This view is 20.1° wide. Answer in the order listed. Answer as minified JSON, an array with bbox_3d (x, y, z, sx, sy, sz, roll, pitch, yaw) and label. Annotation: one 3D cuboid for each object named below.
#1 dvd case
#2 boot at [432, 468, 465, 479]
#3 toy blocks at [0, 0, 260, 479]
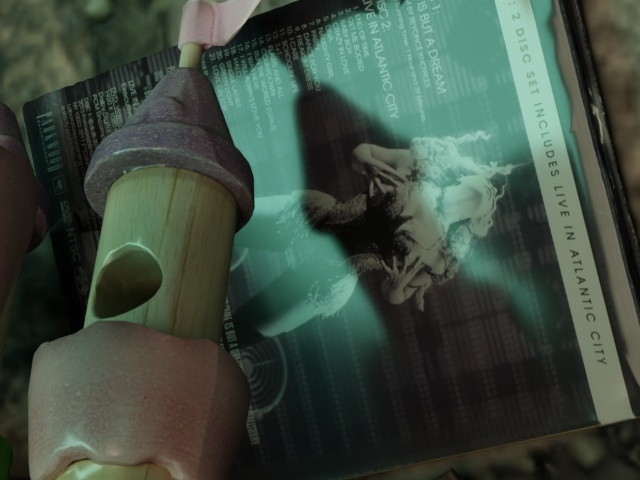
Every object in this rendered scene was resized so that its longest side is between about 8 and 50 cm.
[{"bbox_3d":[0.000,0.000,0.623,0.221,0.018,0.164,-17,83,31],"label":"dvd case"},{"bbox_3d":[0.049,0.145,0.589,0.114,0.037,0.106,36,96,21],"label":"boot"},{"bbox_3d":[-0.133,0.068,0.600,0.289,0.309,0.260,-18,49,27],"label":"toy blocks"}]
